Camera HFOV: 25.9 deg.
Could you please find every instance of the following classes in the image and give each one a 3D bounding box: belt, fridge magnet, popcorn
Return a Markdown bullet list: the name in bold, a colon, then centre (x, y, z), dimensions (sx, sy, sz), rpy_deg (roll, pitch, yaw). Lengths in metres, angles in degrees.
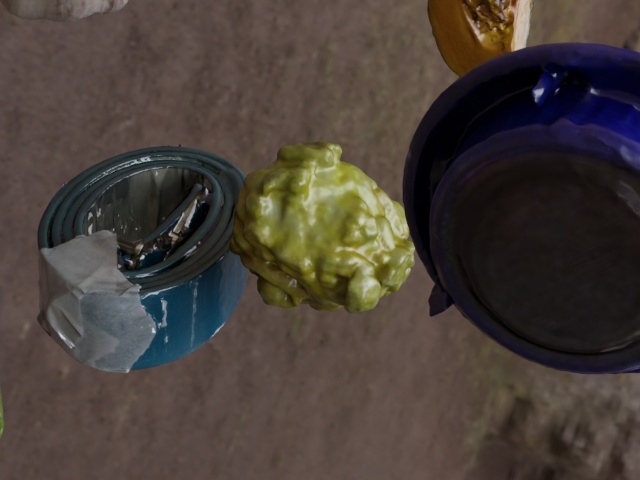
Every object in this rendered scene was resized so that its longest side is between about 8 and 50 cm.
- **belt**: centre (-0.267, 0.018, 2.124), dimensions (0.436, 0.300, 0.173), rpy_deg (-58, 157, -58)
- **fridge magnet**: centre (0.180, -0.011, 0.964), dimensions (0.113, 0.265, 0.265), rpy_deg (-57, 157, -49)
- **popcorn**: centre (0.000, 0.000, 1.918), dimensions (0.235, 0.250, 0.242), rpy_deg (-48, 175, 8)

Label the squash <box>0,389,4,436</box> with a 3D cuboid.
- **squash**: centre (-0.574, 0.237, 2.345), dimensions (0.066, 0.066, 0.229), rpy_deg (-22, 107, -66)

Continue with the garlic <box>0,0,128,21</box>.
- **garlic**: centre (-0.317, -0.337, 1.675), dimensions (0.219, 0.218, 0.212), rpy_deg (-63, -178, -23)

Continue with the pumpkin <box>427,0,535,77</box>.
- **pumpkin**: centre (0.207, -0.323, 1.694), dimensions (0.163, 0.111, 0.278), rpy_deg (-57, 144, -36)
